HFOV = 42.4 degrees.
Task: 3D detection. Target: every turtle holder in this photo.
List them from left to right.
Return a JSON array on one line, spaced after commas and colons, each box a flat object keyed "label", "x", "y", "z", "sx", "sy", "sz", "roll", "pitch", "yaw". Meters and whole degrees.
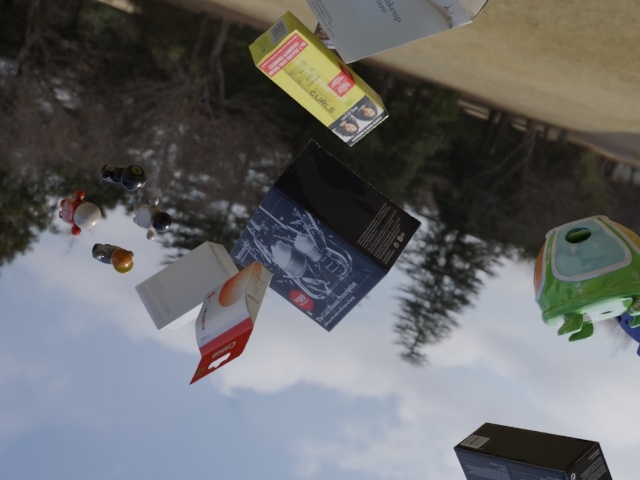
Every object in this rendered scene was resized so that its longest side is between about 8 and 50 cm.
[{"label": "turtle holder", "x": 0.595, "y": 0.063, "z": 1.706, "sx": 0.320, "sy": 0.227, "sz": 0.243, "roll": -28, "pitch": 156, "yaw": 38}]

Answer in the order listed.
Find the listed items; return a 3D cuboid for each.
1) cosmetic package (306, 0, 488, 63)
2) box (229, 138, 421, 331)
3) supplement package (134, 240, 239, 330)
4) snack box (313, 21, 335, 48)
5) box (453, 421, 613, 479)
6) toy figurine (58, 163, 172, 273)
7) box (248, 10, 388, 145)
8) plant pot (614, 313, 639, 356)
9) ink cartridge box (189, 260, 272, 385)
[{"label": "cosmetic package", "x": 0.140, "y": -0.450, "z": 1.513, "sx": 0.310, "sy": 0.113, "sz": 0.160, "roll": -7, "pitch": 128, "yaw": 48}, {"label": "box", "x": 0.000, "y": 0.000, "z": 1.900, "sx": 0.313, "sy": 0.343, "sz": 0.179, "roll": 38, "pitch": -126, "yaw": 0}, {"label": "supplement package", "x": -0.259, "y": 0.093, "z": 1.663, "sx": 0.105, "sy": 0.179, "sz": 0.105, "roll": 59, "pitch": -173, "yaw": 11}, {"label": "snack box", "x": 0.022, "y": -0.448, "z": 1.770, "sx": 0.064, "sy": 0.022, "sz": 0.178, "roll": 5, "pitch": -149, "yaw": 4}, {"label": "box", "x": 0.380, "y": 0.433, "z": 1.434, "sx": 0.103, "sy": 0.184, "sz": 0.261, "roll": -26, "pitch": -169, "yaw": -32}, {"label": "toy figurine", "x": -0.458, "y": -0.055, "z": 1.875, "sx": 0.148, "sy": 0.213, "sz": 0.209, "roll": 14, "pitch": 141, "yaw": 50}, {"label": "box", "x": 0.001, "y": -0.244, "z": 1.265, "sx": 0.232, "sy": 0.087, "sz": 0.058, "roll": 36, "pitch": -155, "yaw": -40}, {"label": "plant pot", "x": 0.827, "y": 0.144, "z": 1.897, "sx": 0.236, "sy": 0.235, "sz": 0.212, "roll": -2, "pitch": -135, "yaw": -1}, {"label": "ink cartridge box", "x": -0.158, "y": 0.132, "z": 1.331, "sx": 0.045, "sy": 0.145, "sz": 0.179, "roll": 42, "pitch": -140, "yaw": -19}]
